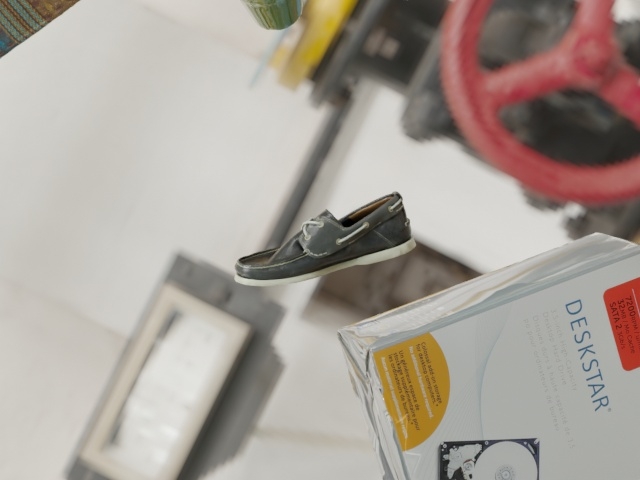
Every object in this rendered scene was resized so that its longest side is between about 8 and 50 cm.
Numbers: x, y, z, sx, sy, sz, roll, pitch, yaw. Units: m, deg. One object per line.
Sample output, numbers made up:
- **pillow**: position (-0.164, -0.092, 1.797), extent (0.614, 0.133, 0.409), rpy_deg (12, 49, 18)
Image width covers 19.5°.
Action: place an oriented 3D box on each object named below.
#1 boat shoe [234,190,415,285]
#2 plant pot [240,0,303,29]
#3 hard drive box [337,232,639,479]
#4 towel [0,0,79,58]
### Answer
- **boat shoe**: position (0.000, 0.000, 2.297), extent (0.084, 0.233, 0.079), rpy_deg (-140, 36, -67)
- **plant pot**: position (-0.048, -0.239, 1.753), extent (0.079, 0.083, 0.083), rpy_deg (72, -141, -62)
- **hard drive box**: position (0.153, 0.118, 1.434), extent (0.232, 0.181, 0.089), rpy_deg (-21, 12, -13)
- **towel**: position (-0.333, -0.320, 1.496), extent (0.271, 0.370, 0.040), rpy_deg (-29, 21, 31)
